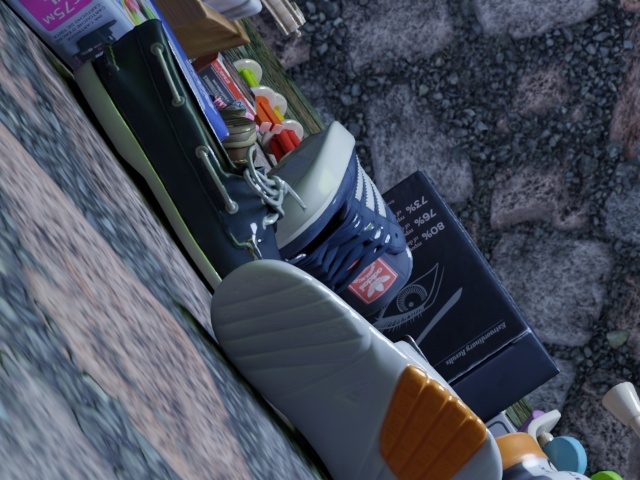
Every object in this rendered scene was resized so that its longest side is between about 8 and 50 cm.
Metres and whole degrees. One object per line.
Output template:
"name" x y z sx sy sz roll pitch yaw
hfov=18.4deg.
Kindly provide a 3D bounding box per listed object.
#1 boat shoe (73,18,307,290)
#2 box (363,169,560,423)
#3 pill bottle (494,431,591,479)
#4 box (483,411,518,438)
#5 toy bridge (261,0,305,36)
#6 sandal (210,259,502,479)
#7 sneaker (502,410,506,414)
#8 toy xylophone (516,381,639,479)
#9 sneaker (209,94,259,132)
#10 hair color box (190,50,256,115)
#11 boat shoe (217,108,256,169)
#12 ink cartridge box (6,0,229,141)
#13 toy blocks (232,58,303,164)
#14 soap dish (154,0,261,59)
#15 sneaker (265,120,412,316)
"boat shoe" -0.068 -0.034 1.357 0.254 0.079 0.095 55 5 1
"box" 0.092 0.068 1.780 0.207 0.153 0.108 59 6 32
"pill bottle" 0.184 0.263 1.480 0.245 0.130 0.130 58 6 28
"box" 0.213 0.286 1.840 0.169 0.087 0.290 58 6 30
"toy bridge" -0.070 -0.254 1.732 0.188 0.026 0.063 54 8 -21
"sandal" 0.024 0.091 1.278 0.265 0.102 0.076 50 10 -29
"sneaker" 0.093 0.067 2.025 0.296 0.112 0.131 57 6 25
"toy xylophone" 0.240 0.263 1.576 0.081 0.236 0.322 4 47 -46
"sneaker" -0.094 -0.117 1.895 0.057 0.047 0.119 49 -3 5
"hair color box" -0.102 -0.157 2.044 0.072 0.043 0.141 55 6 -12
"boat shoe" -0.087 -0.075 1.620 0.178 0.064 0.060 -133 -140 -76
"ink cartridge box" -0.168 -0.173 1.460 0.185 0.065 0.311 59 5 38
"toy blocks" -0.051 -0.122 2.241 0.123 0.054 0.148 50 7 -50
"soap dish" -0.181 -0.289 1.754 0.291 0.118 0.229 56 5 3
"sneaker" 0.011 -0.003 1.592 0.148 0.131 0.350 50 5 -3
